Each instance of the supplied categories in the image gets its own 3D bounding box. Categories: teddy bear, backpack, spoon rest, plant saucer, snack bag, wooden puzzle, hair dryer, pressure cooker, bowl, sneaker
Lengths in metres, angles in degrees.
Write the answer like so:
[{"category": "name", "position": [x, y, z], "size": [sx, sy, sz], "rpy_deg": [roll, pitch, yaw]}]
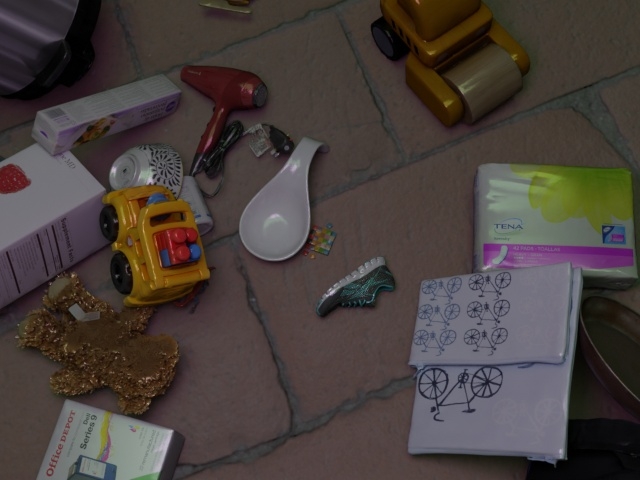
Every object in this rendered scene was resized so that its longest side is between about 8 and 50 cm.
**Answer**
[{"category": "teddy bear", "position": [-0.408, 0.189, 1.729], "size": [0.338, 0.113, 0.245], "rpy_deg": [11, 58, 12]}, {"category": "backpack", "position": [0.451, 0.417, 1.473], "size": [0.213, 0.263, 0.276], "rpy_deg": [43, 44, -12]}, {"category": "spoon rest", "position": [-0.063, -0.088, 1.810], "size": [0.137, 0.084, 0.276], "rpy_deg": [20, 72, 11]}, {"category": "plant saucer", "position": [0.549, 0.222, 1.585], "size": [0.310, 0.311, 0.050], "rpy_deg": [48, 121, 17]}, {"category": "snack bag", "position": [0.286, 0.211, 1.606], "size": [0.323, 0.037, 0.342], "rpy_deg": [-8, 62, 40]}, {"category": "wooden puzzle", "position": [0.000, 0.000, 1.814], "size": [0.049, 0.006, 0.083], "rpy_deg": [19, 72, 10]}, {"category": "hair dryer", "position": [-0.205, -0.253, 1.878], "size": [0.224, 0.080, 0.293], "rpy_deg": [-27, 65, 0]}, {"category": "pressure cooker", "position": [-0.639, -0.479, 1.826], "size": [0.376, 0.420, 0.369], "rpy_deg": [-4, 73, 38]}, {"category": "bowl", "position": [-0.356, -0.121, 1.803], "size": [0.170, 0.080, 0.170], "rpy_deg": [-11, 70, 33]}, {"category": "sneaker", "position": [0.069, 0.100, 1.746], "size": [0.166, 0.065, 0.076], "rpy_deg": [-35, 76, -7]}]

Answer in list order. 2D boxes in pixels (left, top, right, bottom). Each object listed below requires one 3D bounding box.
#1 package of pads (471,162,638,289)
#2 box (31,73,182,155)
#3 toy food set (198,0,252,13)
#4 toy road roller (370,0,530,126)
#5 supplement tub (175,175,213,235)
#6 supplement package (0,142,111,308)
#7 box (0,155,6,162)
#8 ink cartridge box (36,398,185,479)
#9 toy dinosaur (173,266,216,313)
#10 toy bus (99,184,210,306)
[{"category": "package of pads", "position": [0.435, -0.031, 1.747], "size": [0.297, 0.101, 0.229], "rpy_deg": [2, 71, 4]}, {"category": "box", "position": [-0.409, -0.249, 1.806], "size": [0.067, 0.063, 0.324], "rpy_deg": [42, 41, 15]}, {"category": "toy food set", "position": [-0.187, -0.566, 2.021], "size": [0.133, 0.038, 0.192], "rpy_deg": [12, 66, 1]}, {"category": "toy road roller", "position": [0.251, -0.413, 1.823], "size": [0.203, 0.240, 0.329], "rpy_deg": [-35, 72, -8]}, {"category": "supplement tub", "position": [-0.258, -0.064, 1.820], "size": [0.071, 0.071, 0.107], "rpy_deg": [-22, 69, -4]}, {"category": "supplement package", "position": [-0.561, -0.028, 1.728], "size": [0.293, 0.175, 0.177], "rpy_deg": [-35, 66, -27]}, {"category": "box", "position": [-0.724, -0.111, 1.872], "size": [0.233, 0.059, 0.183], "rpy_deg": [30, 76, 13]}, {"category": "ink cartridge box", "position": [-0.371, 0.387, 1.652], "size": [0.213, 0.093, 0.154], "rpy_deg": [14, 72, 10]}, {"category": "toy dinosaur", "position": [-0.246, 0.093, 1.762], "size": [0.047, 0.090, 0.082], "rpy_deg": [29, 30, 3]}, {"category": "toy bus", "position": [-0.282, -0.008, 1.648], "size": [0.150, 0.211, 0.220], "rpy_deg": [-11, 83, -32]}]
